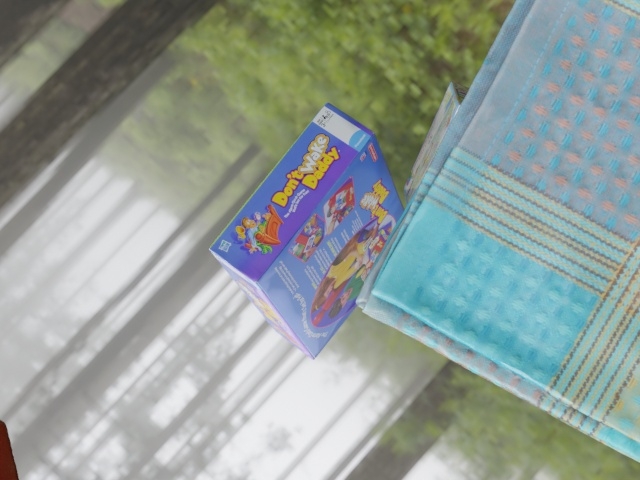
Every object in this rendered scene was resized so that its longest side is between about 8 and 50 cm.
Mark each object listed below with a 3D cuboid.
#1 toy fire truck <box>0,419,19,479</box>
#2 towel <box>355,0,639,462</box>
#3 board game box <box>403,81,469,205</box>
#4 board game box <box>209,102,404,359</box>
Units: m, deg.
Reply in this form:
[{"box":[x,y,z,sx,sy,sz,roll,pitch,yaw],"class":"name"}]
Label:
[{"box":[-0.341,0.357,1.299,0.169,0.254,0.302,10,-147,-30],"class":"toy fire truck"},{"box":[0.237,0.005,0.757,0.370,0.271,0.040,29,-174,12],"class":"towel"},{"box":[0.147,-0.110,1.655,0.026,0.154,0.103,20,-158,-9],"class":"board game box"},{"box":[0.000,0.000,1.746,0.078,0.233,0.347,35,170,21],"class":"board game box"}]
